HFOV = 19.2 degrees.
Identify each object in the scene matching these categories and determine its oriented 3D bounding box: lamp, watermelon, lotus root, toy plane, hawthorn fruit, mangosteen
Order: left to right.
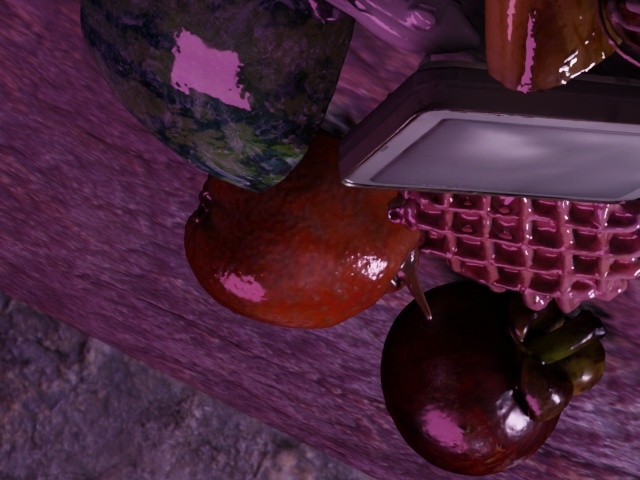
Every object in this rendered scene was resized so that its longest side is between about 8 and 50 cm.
[{"bbox_3d":[-0.088,-0.196,1.534,0.260,0.256,0.176,27,-150,-22],"label":"watermelon"},{"bbox_3d":[0.000,0.000,1.885,0.262,0.210,0.210,24,165,-7],"label":"hawthorn fruit"},{"bbox_3d":[0.003,-0.221,1.349,0.273,0.107,0.182,31,177,-26],"label":"toy plane"},{"bbox_3d":[0.192,0.138,2.027,0.257,0.215,0.215,-21,139,23],"label":"mangosteen"},{"bbox_3d":[0.168,-0.075,1.449,0.266,0.047,0.269,5,169,-13],"label":"lamp"},{"bbox_3d":[0.153,-0.176,1.222,0.095,0.159,0.135,-2,140,10],"label":"lotus root"}]

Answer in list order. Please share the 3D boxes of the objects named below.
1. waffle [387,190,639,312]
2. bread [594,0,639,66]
[{"bbox_3d":[0.187,-0.013,1.693,0.234,0.055,0.221,34,142,-25],"label":"waffle"},{"bbox_3d":[0.282,-0.136,1.121,0.224,0.142,0.212,28,179,3],"label":"bread"}]
